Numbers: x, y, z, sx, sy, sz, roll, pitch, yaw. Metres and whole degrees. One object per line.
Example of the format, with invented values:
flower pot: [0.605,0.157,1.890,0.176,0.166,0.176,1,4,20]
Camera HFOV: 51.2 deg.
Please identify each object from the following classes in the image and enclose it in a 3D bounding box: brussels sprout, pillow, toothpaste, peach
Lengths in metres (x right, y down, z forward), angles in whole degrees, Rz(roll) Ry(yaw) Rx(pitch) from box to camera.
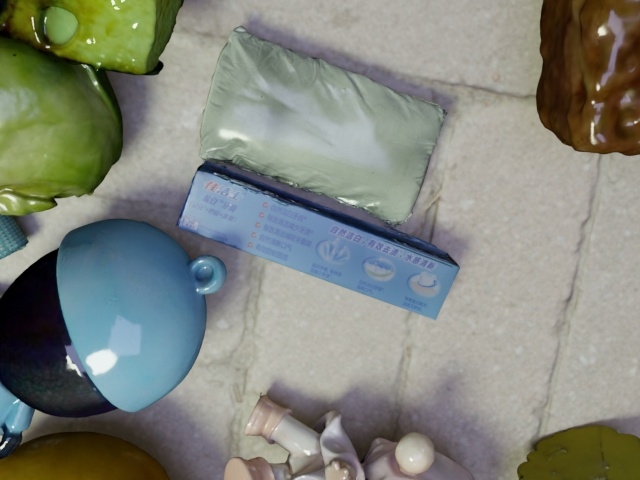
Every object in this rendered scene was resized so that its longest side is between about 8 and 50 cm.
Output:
brussels sprout: [-0.267,-0.107,0.578,0.183,0.131,0.145,-6,123,-5]
pillow: [0.002,-0.104,0.639,0.229,0.051,0.128,19,101,-10]
toothpaste: [0.000,0.000,0.659,0.272,0.053,0.066,20,103,-9]
peach: [-0.236,0.305,0.645,0.251,0.153,0.251,4,115,9]

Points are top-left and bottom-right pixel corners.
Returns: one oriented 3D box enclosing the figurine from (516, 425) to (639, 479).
figurine: [0.309,0.387,0.712,0.168,0.187,0.315,-15,110,-7]

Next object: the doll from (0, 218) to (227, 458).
doll: [-0.226,0.086,0.612,0.314,0.141,0.177,-24,72,12]

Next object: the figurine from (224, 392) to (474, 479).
figurine: [0.043,0.253,0.673,0.276,0.133,0.200,25,110,-4]

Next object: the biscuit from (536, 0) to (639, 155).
biscuit: [0.361,-0.264,0.581,0.343,0.166,0.395,1,99,-4]

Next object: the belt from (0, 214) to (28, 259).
belt: [-0.363,0.029,0.609,0.179,0.100,0.065,-29,106,-2]

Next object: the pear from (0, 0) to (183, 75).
pear: [-0.201,-0.278,0.473,0.238,0.164,0.255,17,136,-8]
